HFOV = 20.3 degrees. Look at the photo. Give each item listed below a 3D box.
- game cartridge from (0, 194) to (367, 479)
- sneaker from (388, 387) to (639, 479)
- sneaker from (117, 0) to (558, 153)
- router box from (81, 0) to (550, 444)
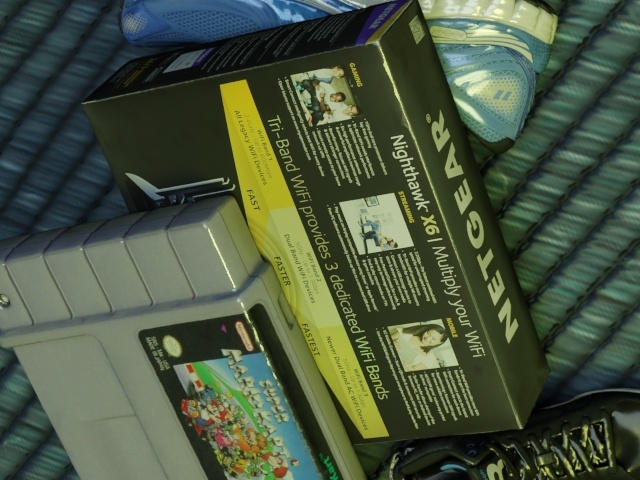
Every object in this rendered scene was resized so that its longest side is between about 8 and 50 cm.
[{"bbox_3d":[-0.092,0.144,1.324,0.230,0.068,0.355,-8,115,35],"label":"game cartridge"},{"bbox_3d":[0.156,0.164,1.292,0.217,0.121,0.079,-13,93,20],"label":"sneaker"},{"bbox_3d":[0.001,-0.130,1.313,0.330,0.130,0.147,11,96,18],"label":"sneaker"},{"bbox_3d":[0.000,0.000,1.276,0.243,0.081,0.308,-8,116,29],"label":"router box"}]
